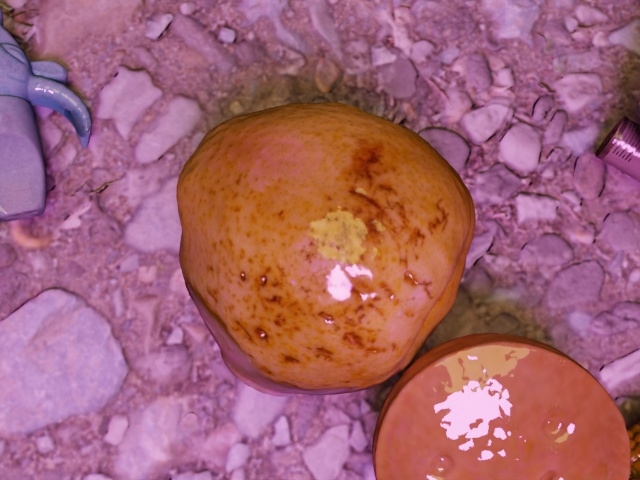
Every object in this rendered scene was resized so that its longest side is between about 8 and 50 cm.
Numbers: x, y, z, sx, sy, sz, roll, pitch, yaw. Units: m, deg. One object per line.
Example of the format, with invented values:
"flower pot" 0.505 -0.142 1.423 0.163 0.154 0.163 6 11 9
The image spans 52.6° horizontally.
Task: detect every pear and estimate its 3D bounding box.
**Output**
"pear" 0.000 0.000 0.574 0.271 0.271 0.271 0 77 0

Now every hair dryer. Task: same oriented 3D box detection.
"hair dryer" 0.439 -0.126 0.709 0.195 0.053 0.220 33 73 9

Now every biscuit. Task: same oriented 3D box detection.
"biscuit" 0.177 0.250 0.553 0.275 0.052 0.354 -17 98 5

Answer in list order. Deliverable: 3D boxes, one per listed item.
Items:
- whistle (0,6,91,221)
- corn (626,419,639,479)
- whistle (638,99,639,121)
"whistle" -0.356 -0.151 0.696 0.186 0.093 0.273 -15 79 -30
"corn" 0.383 0.177 0.610 0.262 0.097 0.097 -27 78 -3
"whistle" 0.377 -0.164 0.641 0.092 0.110 0.244 15 68 41
